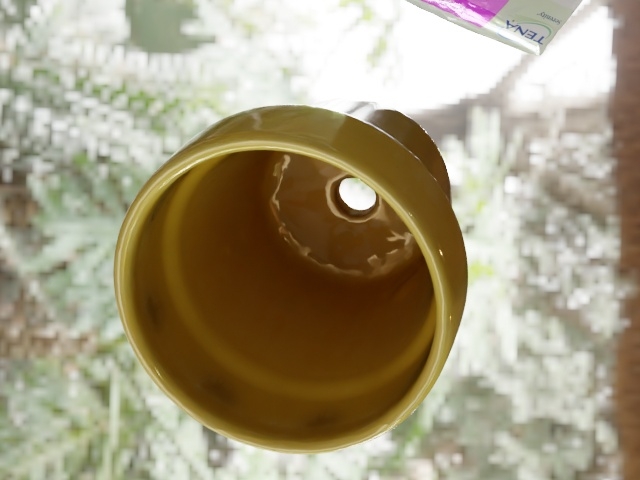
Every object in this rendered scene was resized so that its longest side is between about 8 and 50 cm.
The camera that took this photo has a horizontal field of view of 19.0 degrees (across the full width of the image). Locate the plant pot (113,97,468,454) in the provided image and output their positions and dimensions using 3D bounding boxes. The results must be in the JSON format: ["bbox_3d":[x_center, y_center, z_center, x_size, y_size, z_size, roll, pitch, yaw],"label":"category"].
[{"bbox_3d":[0.000,0.000,1.469,0.239,0.254,0.254,-55,152,-63],"label":"plant pot"}]

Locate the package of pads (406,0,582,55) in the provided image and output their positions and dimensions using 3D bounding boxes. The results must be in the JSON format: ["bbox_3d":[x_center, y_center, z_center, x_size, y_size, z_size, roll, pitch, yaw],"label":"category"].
[{"bbox_3d":[0.012,-0.249,1.088,0.101,0.229,0.296,-54,-144,25],"label":"package of pads"}]
